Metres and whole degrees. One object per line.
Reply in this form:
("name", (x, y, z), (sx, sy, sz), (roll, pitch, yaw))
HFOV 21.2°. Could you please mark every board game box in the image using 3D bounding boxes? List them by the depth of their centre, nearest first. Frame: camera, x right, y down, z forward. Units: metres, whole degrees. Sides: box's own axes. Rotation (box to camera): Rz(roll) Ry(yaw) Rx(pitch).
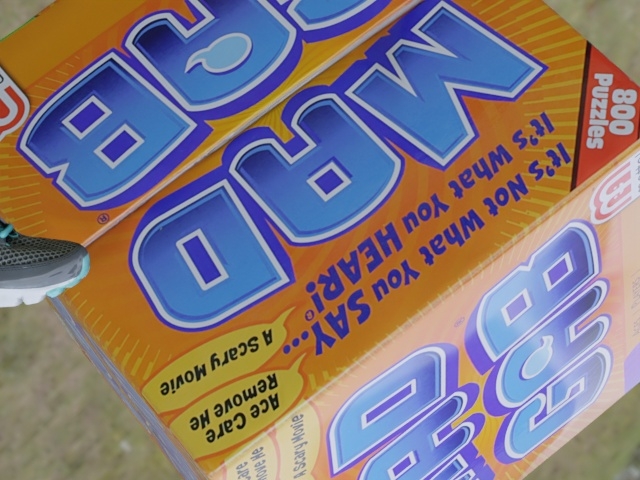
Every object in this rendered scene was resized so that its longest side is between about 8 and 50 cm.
("board game box", (0.000, 0.000, 1.229), (0.356, 0.356, 0.356), (-38, 151, -10))

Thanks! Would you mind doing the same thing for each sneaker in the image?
("sneaker", (-0.213, -0.008, 0.966), (0.065, 0.167, 0.076), (-95, -168, -73))
